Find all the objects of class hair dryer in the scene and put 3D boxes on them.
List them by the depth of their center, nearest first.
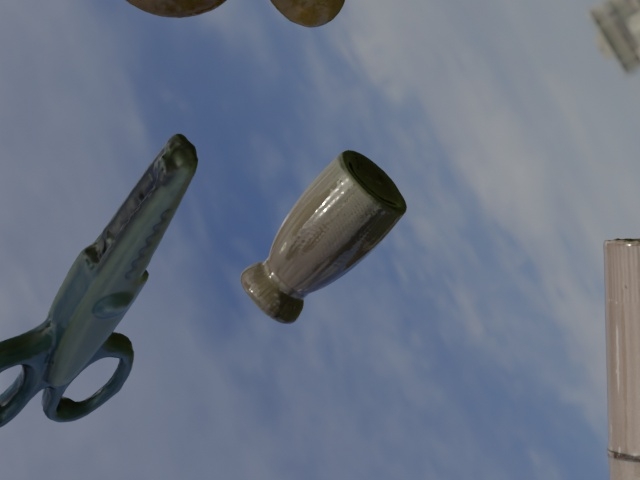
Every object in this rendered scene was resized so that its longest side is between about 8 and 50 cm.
[{"bbox_3d":[0.190,0.090,0.881,0.220,0.053,0.195,-12,-80,-74],"label":"hair dryer"}]

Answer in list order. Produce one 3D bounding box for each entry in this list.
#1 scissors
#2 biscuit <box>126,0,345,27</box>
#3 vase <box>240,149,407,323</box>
[{"bbox_3d":[-0.149,0.036,1.086,0.138,0.289,0.041,0,-133,-39],"label":"scissors"},{"bbox_3d":[-0.011,-0.192,0.917,0.035,0.240,0.158,-106,-9,-56],"label":"biscuit"},{"bbox_3d":[0.000,0.000,0.952,0.053,0.101,0.053,36,-158,-17],"label":"vase"}]
